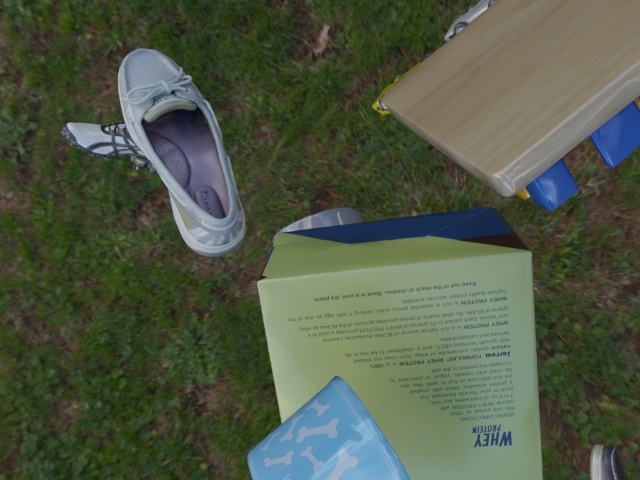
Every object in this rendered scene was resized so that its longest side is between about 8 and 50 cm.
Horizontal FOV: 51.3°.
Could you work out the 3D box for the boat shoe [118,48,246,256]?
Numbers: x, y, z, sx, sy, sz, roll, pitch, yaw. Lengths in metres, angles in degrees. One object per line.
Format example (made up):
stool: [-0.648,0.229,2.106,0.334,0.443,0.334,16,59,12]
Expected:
boat shoe: [-0.184,-0.135,0.884,0.118,0.103,0.320,-17,71,-18]

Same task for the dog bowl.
dog bowl: [0.048,0.222,0.364,0.074,0.166,0.297,-27,65,-10]

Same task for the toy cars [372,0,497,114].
toy cars: [0.280,-0.388,1.389,0.394,0.176,0.087,-43,106,11]

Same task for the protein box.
protein box: [0.068,0.094,0.561,0.200,0.136,0.201,-7,106,6]

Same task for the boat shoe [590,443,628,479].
boat shoe: [0.461,0.432,0.949,0.092,0.103,0.285,-19,76,32]

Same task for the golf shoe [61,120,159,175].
golf shoe: [-0.361,-0.192,1.206,0.094,0.198,0.077,-58,36,26]

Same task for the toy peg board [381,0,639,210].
toy peg board: [0.140,-0.084,0.365,0.161,0.160,0.079,-40,117,5]

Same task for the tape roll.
tape roll: [0.000,0.000,1.573,0.219,0.219,0.072,-23,75,11]
